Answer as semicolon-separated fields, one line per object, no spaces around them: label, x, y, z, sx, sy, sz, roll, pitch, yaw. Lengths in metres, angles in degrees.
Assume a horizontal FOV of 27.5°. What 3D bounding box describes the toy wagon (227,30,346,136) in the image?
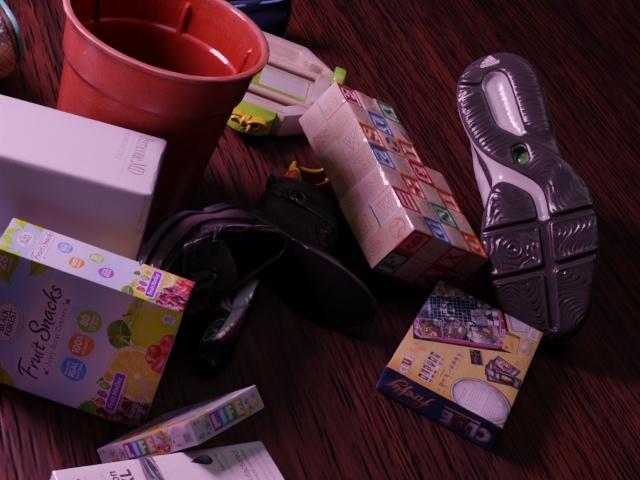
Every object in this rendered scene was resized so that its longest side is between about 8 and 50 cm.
toy wagon;-0.103;-0.248;2.110;0.267;0.068;0.344;20;33;-4

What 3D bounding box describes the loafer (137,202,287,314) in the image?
loafer;-0.125;0.019;1.552;0.095;0.109;0.302;12;17;14

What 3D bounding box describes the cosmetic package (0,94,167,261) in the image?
cosmetic package;-0.421;-0.075;1.510;0.453;0.162;0.230;15;18;-8

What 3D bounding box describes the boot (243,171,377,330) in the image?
boot;0.000;0.000;1.791;0.263;0.091;0.229;35;28;11

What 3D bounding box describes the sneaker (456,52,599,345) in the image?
sneaker;0.324;-0.037;1.967;0.169;0.257;0.448;-13;68;11

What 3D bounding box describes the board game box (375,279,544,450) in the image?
board game box;0.187;0.156;1.713;0.165;0.042;0.243;28;33;8

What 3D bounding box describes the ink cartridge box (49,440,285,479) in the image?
ink cartridge box;-0.134;0.298;1.252;0.237;0.100;0.172;-3;40;-35

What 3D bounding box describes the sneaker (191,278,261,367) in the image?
sneaker;-0.131;0.094;1.599;0.077;0.072;0.178;17;21;3

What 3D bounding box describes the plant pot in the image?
plant pot;-0.237;-0.176;1.735;0.272;0.265;0.272;16;33;-11

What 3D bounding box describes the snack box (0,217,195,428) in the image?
snack box;-0.261;0.093;1.408;0.207;0.175;0.070;20;31;-3

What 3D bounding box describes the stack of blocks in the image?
stack of blocks;0.102;-0.076;1.870;0.171;0.087;0.297;19;36;-45

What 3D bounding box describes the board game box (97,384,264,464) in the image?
board game box;-0.146;0.196;1.361;0.103;0.154;0.026;-24;91;-50

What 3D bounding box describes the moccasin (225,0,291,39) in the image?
moccasin;-0.212;-0.422;2.250;0.342;0.117;0.138;1;38;-31

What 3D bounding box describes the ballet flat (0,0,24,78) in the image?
ballet flat;-0.600;-0.392;1.958;0.182;0.164;0.483;-18;49;-20

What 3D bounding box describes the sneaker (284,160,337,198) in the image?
sneaker;0.030;-0.073;1.932;0.175;0.067;0.064;11;32;-21
